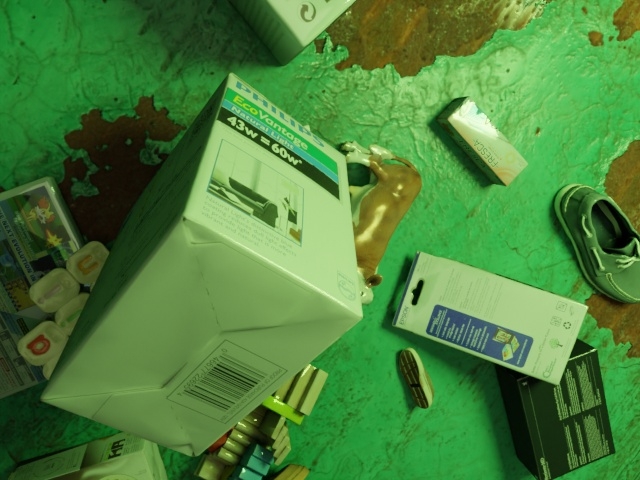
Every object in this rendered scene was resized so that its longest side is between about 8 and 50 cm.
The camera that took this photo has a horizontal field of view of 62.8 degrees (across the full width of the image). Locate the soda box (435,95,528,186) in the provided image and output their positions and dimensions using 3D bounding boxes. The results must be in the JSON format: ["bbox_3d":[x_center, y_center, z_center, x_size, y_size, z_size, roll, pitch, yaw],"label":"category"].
[{"bbox_3d":[0.307,-0.187,0.995,0.183,0.058,0.063,42,91,-16],"label":"soda box"}]

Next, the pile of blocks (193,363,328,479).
[{"bbox_3d":[-0.135,0.359,0.973,0.112,0.149,0.362,33,94,-15],"label":"pile of blocks"}]

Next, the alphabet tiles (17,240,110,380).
[{"bbox_3d":[-0.352,0.145,0.917,0.278,0.021,0.284,-43,111,-18],"label":"alphabet tiles"}]

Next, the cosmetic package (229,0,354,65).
[{"bbox_3d":[-0.132,-0.495,0.758,0.161,0.230,0.453,-43,107,-1],"label":"cosmetic package"}]

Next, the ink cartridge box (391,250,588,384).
[{"bbox_3d":[0.322,0.143,1.026,0.332,0.065,0.165,20,97,9],"label":"ink cartridge box"}]

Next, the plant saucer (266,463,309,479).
[{"bbox_3d":[-0.110,0.489,0.994,0.200,0.200,0.037,-39,77,-1],"label":"plant saucer"}]

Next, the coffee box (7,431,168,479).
[{"bbox_3d":[-0.422,0.453,0.960,0.246,0.098,0.141,-14,104,-8],"label":"coffee box"}]

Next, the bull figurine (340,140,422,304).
[{"bbox_3d":[0.066,-0.034,0.927,0.188,0.101,0.310,39,68,-16],"label":"bull figurine"}]

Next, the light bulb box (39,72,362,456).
[{"bbox_3d":[-0.149,0.026,0.724,0.225,0.361,0.358,33,121,-23],"label":"light bulb box"}]

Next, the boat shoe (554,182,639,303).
[{"bbox_3d":[0.599,0.020,1.073,0.116,0.099,0.319,-40,106,-1],"label":"boat shoe"}]

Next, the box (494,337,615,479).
[{"bbox_3d":[0.501,0.357,1.121,0.184,0.103,0.261,-19,105,-9],"label":"box"}]

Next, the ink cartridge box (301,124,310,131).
[{"bbox_3d":[-0.085,-0.141,0.910,0.143,0.092,0.090,-15,105,-6],"label":"ink cartridge box"}]

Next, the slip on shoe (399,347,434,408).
[{"bbox_3d":[0.203,0.279,1.080,0.041,0.051,0.135,-29,100,-45],"label":"slip on shoe"}]

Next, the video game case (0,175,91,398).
[{"bbox_3d":[-0.534,0.094,0.899,0.299,0.036,0.329,-21,104,-6],"label":"video game case"}]
